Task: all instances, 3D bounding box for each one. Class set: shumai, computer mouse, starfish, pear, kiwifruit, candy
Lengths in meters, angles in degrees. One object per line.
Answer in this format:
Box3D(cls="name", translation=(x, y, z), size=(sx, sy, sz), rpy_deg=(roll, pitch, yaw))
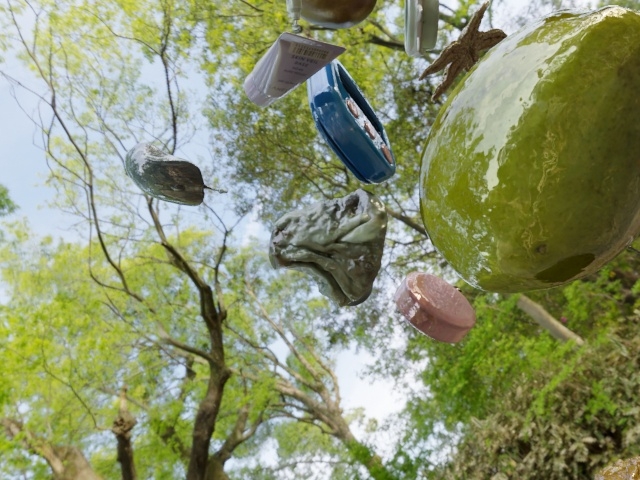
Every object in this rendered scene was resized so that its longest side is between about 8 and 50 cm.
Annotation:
Box3D(cls="shumai", translation=(0.000, 0.000, 1.165), size=(0.264, 0.309, 0.304), rpy_deg=(9, -43, -23))
Box3D(cls="computer mouse", translation=(-0.449, -0.181, 1.320), size=(0.090, 0.380, 0.167), rpy_deg=(-52, -29, -48))
Box3D(cls="starfish", translation=(0.420, -0.536, 1.296), size=(0.302, 0.060, 0.299), rpy_deg=(-36, -30, 8))
Box3D(cls="pear", translation=(0.240, -0.091, 0.482), size=(0.253, 0.253, 0.307), rpy_deg=(-16, -47, -35))
Box3D(cls="kiwifruit", translation=(0.035, -0.632, 1.101), size=(0.196, 0.234, 0.195), rpy_deg=(16, -90, -75))
Box3D(cls="candy", translation=(0.347, 0.195, 1.325), size=(0.255, 0.255, 0.094), rpy_deg=(1, -53, -43))

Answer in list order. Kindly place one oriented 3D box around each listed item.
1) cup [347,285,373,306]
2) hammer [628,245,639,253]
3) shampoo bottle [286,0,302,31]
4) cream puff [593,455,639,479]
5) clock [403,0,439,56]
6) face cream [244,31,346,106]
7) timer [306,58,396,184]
Box3D(cls="cup", translation=(0.121, 0.173, 1.916), size=(0.199, 0.199, 0.150), rpy_deg=(-45, -26, -7))
Box3D(cls="hammer", translation=(0.825, 0.007, 1.221), size=(0.058, 0.292, 0.029), rpy_deg=(10, -71, -53))
Box3D(cls="shampoo bottle", translation=(-0.055, -0.506, 0.909), size=(0.034, 0.049, 0.141), rpy_deg=(-10, -74, -23))
Box3D(cls="cream puff", translation=(0.537, 0.424, 0.585), size=(0.343, 0.327, 0.231), rpy_deg=(30, -97, -32))
Box3D(cls="clock", translation=(0.359, -0.801, 1.580), size=(0.109, 0.324, 0.265), rpy_deg=(0, -45, 7))
Box3D(cls="face cream", translation=(-0.078, -0.394, 1.006), size=(0.154, 0.274, 0.096), rpy_deg=(2, -96, -32))
Box3D(cls="timer", translation=(0.086, -0.326, 1.225), size=(0.115, 0.308, 0.340), rpy_deg=(-27, -46, 24))
